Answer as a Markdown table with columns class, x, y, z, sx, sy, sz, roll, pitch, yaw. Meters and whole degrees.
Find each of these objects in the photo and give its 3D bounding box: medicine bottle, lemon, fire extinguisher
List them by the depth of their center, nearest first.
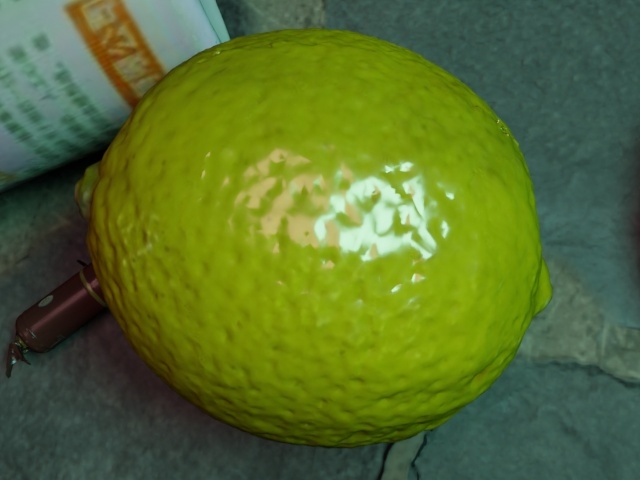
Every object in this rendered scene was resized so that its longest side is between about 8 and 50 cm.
| class | x | y | z | sx | sy | sz | roll | pitch | yaw |
| --- | --- | --- | --- | --- | --- | --- | --- | --- | --- |
| lemon | -0.001 | -0.001 | 0.467 | 0.267 | 0.267 | 0.267 | -2 | 78 | 8 |
| medicine bottle | -0.273 | -0.134 | 0.544 | 0.388 | 0.219 | 0.219 | -21 | 76 | 3 |
| fire extinguisher | -0.192 | 0.048 | 0.588 | 0.132 | 0.039 | 0.056 | -36 | 43 | 0 |
